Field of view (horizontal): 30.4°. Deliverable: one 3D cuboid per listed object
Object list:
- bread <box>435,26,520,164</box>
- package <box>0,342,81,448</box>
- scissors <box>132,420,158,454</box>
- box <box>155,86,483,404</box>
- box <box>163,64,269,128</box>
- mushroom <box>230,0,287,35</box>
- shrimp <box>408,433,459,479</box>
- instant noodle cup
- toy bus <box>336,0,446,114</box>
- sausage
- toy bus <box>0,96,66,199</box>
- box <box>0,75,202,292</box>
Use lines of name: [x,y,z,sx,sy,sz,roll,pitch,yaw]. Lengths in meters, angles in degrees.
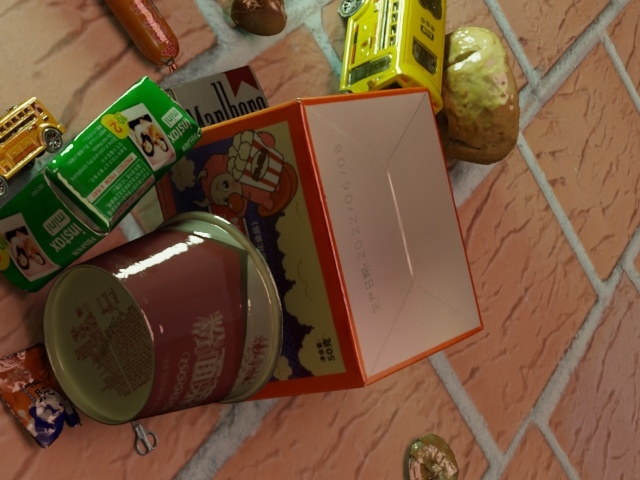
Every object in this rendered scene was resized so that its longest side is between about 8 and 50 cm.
bread: [0.243,-0.240,1.992,0.134,0.244,0.244,-17,86,-9]
package: [-0.311,0.170,1.301,0.077,0.033,0.110,-31,83,-28]
scissors: [-0.220,0.215,1.405,0.036,0.006,0.083,-33,100,-52]
box: [0.000,0.000,1.529,0.319,0.257,0.348,-17,94,-53]
box: [-0.140,-0.174,1.644,0.177,0.036,0.115,-26,95,-51]
mushroom: [-0.091,-0.401,1.781,0.071,0.084,0.209,91,-1,-58]
shrimp: [0.172,0.377,1.760,0.099,0.041,0.180,18,61,-43]
instant noodle cup: [-0.184,0.097,1.318,0.178,0.235,0.234,-18,88,-50]
toy bus: [0.118,-0.283,1.900,0.144,0.152,0.330,33,51,-38]
sausage: [-0.290,-0.366,1.540,0.347,0.053,0.053,54,41,-18]
toy bus: [-0.362,-0.094,1.326,0.074,0.070,0.162,55,40,-15]
box: [-0.261,-0.065,1.347,0.103,0.180,0.250,46,42,-11]
